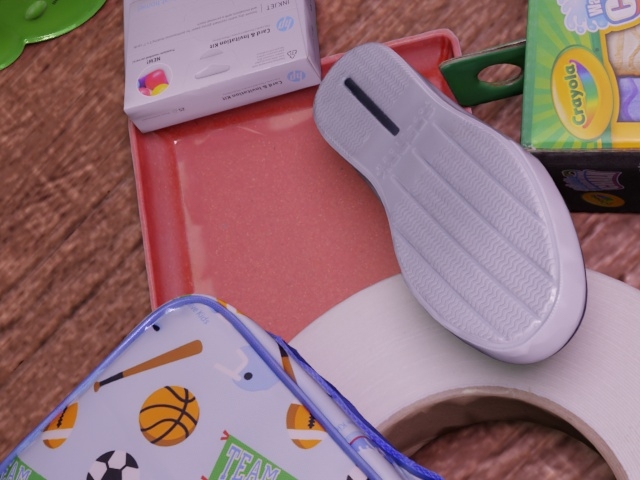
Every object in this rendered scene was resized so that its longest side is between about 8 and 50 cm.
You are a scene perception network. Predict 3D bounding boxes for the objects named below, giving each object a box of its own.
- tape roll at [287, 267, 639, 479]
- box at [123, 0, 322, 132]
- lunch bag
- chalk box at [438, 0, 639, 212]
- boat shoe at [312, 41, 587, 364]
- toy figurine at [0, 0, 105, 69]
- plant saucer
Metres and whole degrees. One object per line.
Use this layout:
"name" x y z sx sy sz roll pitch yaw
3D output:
"tape roll" 0.105 0.201 1.046 0.392 0.072 0.392 -7 67 18
"box" -0.077 -0.182 1.253 0.145 0.038 0.186 -15 56 14
"lunch bag" -0.046 0.191 1.006 0.243 0.115 0.303 -43 60 -1
"chalk box" 0.227 -0.120 1.097 0.289 0.180 0.179 2 78 16
"boat shoe" 0.094 -0.027 1.051 0.109 0.094 0.302 -49 40 16
"toy figurine" -0.258 -0.243 1.329 0.173 0.130 0.159 -43 54 31
"plant saucer" 0.000 0.000 1.214 0.259 0.048 0.259 -12 76 14
